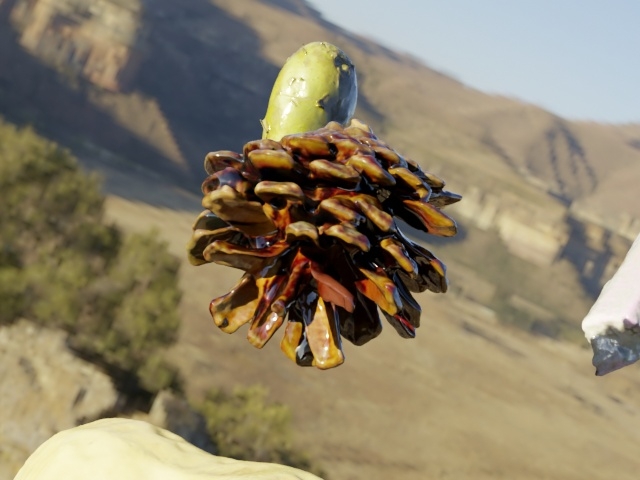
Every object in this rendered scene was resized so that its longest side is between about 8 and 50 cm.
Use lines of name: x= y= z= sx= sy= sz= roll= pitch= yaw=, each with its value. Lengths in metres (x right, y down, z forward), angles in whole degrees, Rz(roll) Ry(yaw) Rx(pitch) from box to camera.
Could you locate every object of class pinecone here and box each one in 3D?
pinecone: x=0.000 y=0.003 z=1.259 sx=0.229 sy=0.202 sz=0.201 roll=16 pitch=51 yaw=-26

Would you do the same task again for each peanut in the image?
peanut: x=-0.086 y=0.171 z=0.841 sx=0.148 sy=0.147 sz=0.319 roll=22 pitch=-12 yaw=-36

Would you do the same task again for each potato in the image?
potato: x=-0.021 y=-0.119 z=1.764 sx=0.090 sy=0.225 sz=0.117 roll=14 pitch=-4 yaw=37

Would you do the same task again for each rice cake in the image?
rice cake: x=0.389 y=0.007 z=1.738 sx=0.070 sy=0.399 sz=0.064 roll=-16 pitch=-66 yaw=40
